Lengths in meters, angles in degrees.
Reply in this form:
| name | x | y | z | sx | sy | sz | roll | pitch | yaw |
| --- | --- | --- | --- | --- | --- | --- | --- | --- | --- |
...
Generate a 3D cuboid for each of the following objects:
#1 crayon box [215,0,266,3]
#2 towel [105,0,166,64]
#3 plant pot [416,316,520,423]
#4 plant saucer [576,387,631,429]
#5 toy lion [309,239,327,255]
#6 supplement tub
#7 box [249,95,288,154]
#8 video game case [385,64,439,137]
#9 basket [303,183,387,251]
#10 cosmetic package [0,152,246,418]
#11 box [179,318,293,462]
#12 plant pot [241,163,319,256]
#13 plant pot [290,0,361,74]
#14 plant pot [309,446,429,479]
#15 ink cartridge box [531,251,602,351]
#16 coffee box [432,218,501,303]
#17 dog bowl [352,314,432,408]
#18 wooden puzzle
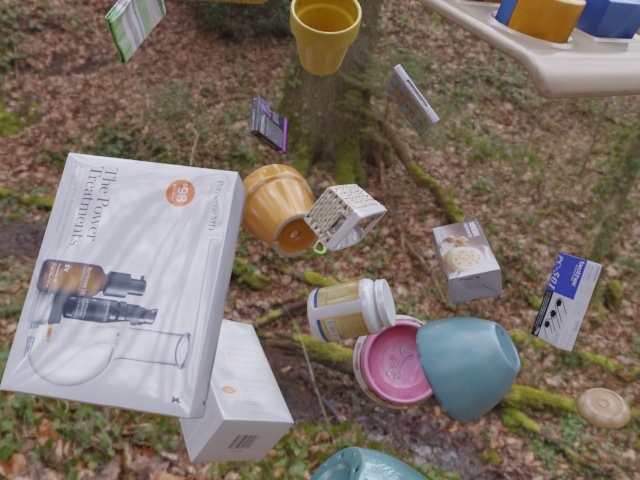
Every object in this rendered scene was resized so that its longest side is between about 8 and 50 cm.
| name | x | y | z | sx | sy | sz | roll | pitch | yaw |
| --- | --- | --- | --- | --- | --- | --- | --- | --- | --- |
| crayon box | -0.149 | -0.751 | 1.489 | 0.313 | 0.106 | 0.363 | -15 | 11 | 32 |
| towel | -0.341 | -0.420 | 1.042 | 0.023 | 0.113 | 0.152 | 20 | 64 | 9 |
| plant pot | 0.425 | 0.327 | 1.521 | 0.195 | 0.290 | 0.290 | -32 | 2 | 27 |
| plant saucer | 0.476 | 0.278 | 0.934 | 0.083 | 0.015 | 0.083 | -9 | 35 | 6 |
| toy lion | 0.000 | 0.000 | 1.618 | 0.096 | 0.100 | 0.034 | 26 | -37 | -31 |
| supplement tub | 0.080 | 0.178 | 1.423 | 0.199 | 0.144 | 0.144 | -13 | 14 | 17 |
| box | -0.152 | -0.342 | 1.661 | 0.029 | 0.116 | 0.162 | -8 | -21 | 27 |
| video game case | 0.266 | -0.405 | 1.638 | 0.023 | 0.193 | 0.212 | -36 | 0 | 0 |
| basket | 0.055 | -0.056 | 1.234 | 0.103 | 0.113 | 0.167 | 46 | 24 | 12 |
| cosmetic package | -0.291 | 0.064 | 0.866 | 0.284 | 0.377 | 0.097 | 7 | -16 | 3 |
| box | -0.253 | 0.384 | 1.459 | 0.215 | 0.168 | 0.345 | 18 | 27 | -39 |
| plant pot | -0.094 | -0.062 | 1.411 | 0.205 | 0.205 | 0.188 | -4 | 34 | -27 |
| plant pot | 0.012 | -0.753 | 2.041 | 0.254 | 0.239 | 0.254 | 2 | 61 | -4 |
| plant pot | 0.092 | 0.530 | 1.025 | 0.235 | 0.293 | 0.293 | 46 | 18 | -7 |
| ink cartridge box | 0.562 | 0.139 | 1.275 | 0.046 | 0.207 | 0.097 | 16 | 6 | -17 |
| coffee box | 0.416 | 0.056 | 1.595 | 0.141 | 0.098 | 0.246 | -11 | 35 | 7 |
| dog bowl | 0.344 | 0.517 | 2.369 | 0.407 | 0.408 | 0.150 | 6 | -11 | 0 |
| wooden puzzle | 0.288 | -0.318 | 0.738 | 0.322 | 0.080 | 0.348 | -10 | 49 | -31 |
